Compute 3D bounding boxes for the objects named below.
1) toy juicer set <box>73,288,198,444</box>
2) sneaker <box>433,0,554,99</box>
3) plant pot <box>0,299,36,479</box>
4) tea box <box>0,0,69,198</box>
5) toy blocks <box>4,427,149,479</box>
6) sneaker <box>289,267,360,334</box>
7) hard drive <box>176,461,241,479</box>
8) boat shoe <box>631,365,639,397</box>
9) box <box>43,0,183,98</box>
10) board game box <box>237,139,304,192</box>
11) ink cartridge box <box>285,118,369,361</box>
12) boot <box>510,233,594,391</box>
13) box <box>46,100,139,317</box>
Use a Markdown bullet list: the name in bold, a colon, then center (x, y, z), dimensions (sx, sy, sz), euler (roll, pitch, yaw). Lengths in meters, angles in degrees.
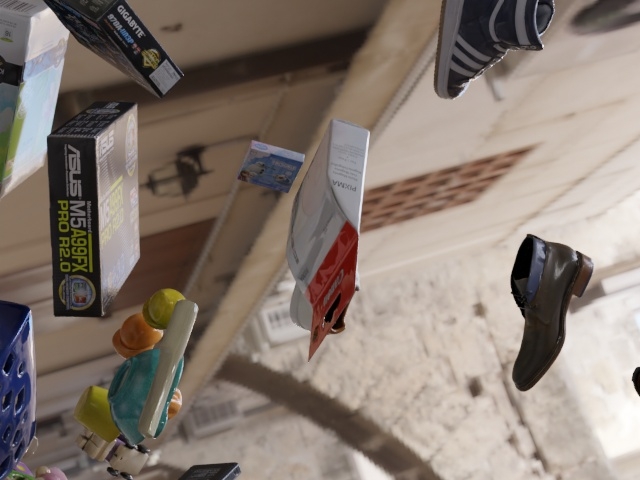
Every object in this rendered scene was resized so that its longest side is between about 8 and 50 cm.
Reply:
- **toy juicer set**: center (-0.205, 0.164, 1.532), dimensions (0.329, 0.089, 0.209), euler (-15, -132, 64)
- **sneaker**: center (0.250, -0.287, 1.725), dimensions (0.282, 0.153, 0.099), euler (86, 18, -61)
- **plant pot**: center (-0.490, 0.211, 1.453), dimensions (0.212, 0.236, 0.236), euler (-81, 180, -53)
- **tea box**: center (-0.622, -0.280, 1.977), dimensions (0.220, 0.329, 0.323), euler (-69, 174, -68)
- **toy blocks**: center (-0.516, 0.385, 1.992), dimensions (0.288, 0.309, 0.260), euler (32, 1, -44)
- **sneaker**: center (0.032, 0.016, 1.968), dimensions (0.123, 0.106, 0.290), euler (17, -77, 53)
- **hard drive**: center (-0.195, 0.387, 1.840), dimensions (0.094, 0.135, 0.022), euler (-10, -76, 30)
- **boat shoe**: center (0.438, 0.195, 1.335), dimensions (0.084, 0.079, 0.233), euler (-66, -156, 5)
- **box**: center (-0.305, -0.302, 1.638), dimensions (0.220, 0.051, 0.175), euler (36, -10, 37)
- **board game box**: center (-0.082, -0.120, 1.951), dimensions (0.090, 0.090, 0.020), euler (119, -18, -52)
- **ink cartridge box**: center (0.000, 0.000, 1.429), dimensions (0.189, 0.066, 0.232), euler (119, -14, -54)
- **boot**: center (0.297, 0.098, 1.687), dimensions (0.219, 0.106, 0.082), euler (-65, -159, -11)
- **box**: center (-0.274, -0.047, 1.465), dimensions (0.270, 0.060, 0.216), euler (-86, 178, -76)
